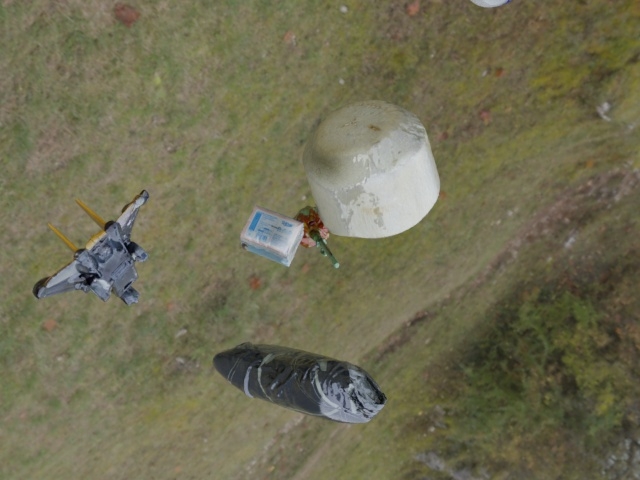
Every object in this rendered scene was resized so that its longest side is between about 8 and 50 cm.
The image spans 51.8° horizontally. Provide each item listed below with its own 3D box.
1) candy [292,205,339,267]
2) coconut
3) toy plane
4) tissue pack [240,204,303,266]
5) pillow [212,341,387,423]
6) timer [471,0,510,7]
[{"bbox_3d":[0.002,0.000,1.255,0.084,0.078,0.287,-49,-160,3],"label":"candy"},{"bbox_3d":[0.096,-0.112,1.218,0.237,0.237,0.265,-43,139,-17],"label":"coconut"},{"bbox_3d":[-0.325,0.049,1.018,0.204,0.103,0.316,-48,168,-20],"label":"toy plane"},{"bbox_3d":[-0.084,-0.009,1.135,0.058,0.095,0.074,89,24,-68],"label":"tissue pack"},{"bbox_3d":[-0.031,0.213,1.002,0.162,0.335,0.092,24,75,-40],"label":"pillow"},{"bbox_3d":[0.325,-0.661,1.534,0.271,0.383,0.270,-21,138,-20],"label":"timer"}]
